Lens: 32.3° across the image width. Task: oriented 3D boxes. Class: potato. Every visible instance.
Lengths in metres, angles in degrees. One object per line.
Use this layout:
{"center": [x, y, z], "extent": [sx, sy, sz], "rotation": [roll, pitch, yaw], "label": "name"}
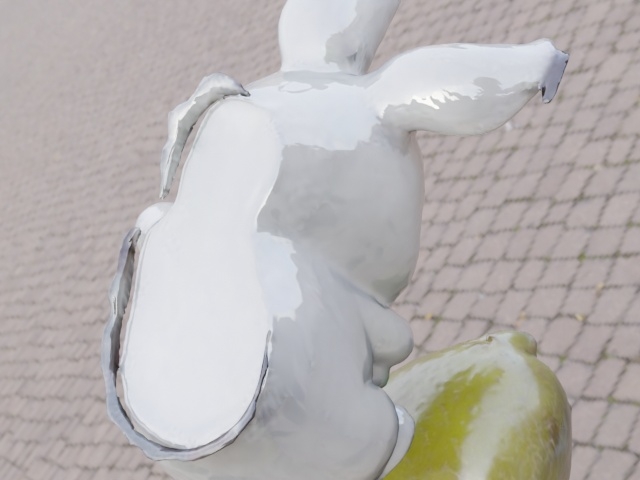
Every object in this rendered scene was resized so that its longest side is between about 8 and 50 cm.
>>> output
{"center": [0.053, 0.205, 0.765], "extent": [0.202, 0.218, 0.351], "rotation": [44, 113, 27], "label": "potato"}

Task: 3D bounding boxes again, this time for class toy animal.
{"center": [-0.006, 0.001, 0.621], "extent": [0.208, 0.154, 0.325], "rotation": [34, 96, 33], "label": "toy animal"}
